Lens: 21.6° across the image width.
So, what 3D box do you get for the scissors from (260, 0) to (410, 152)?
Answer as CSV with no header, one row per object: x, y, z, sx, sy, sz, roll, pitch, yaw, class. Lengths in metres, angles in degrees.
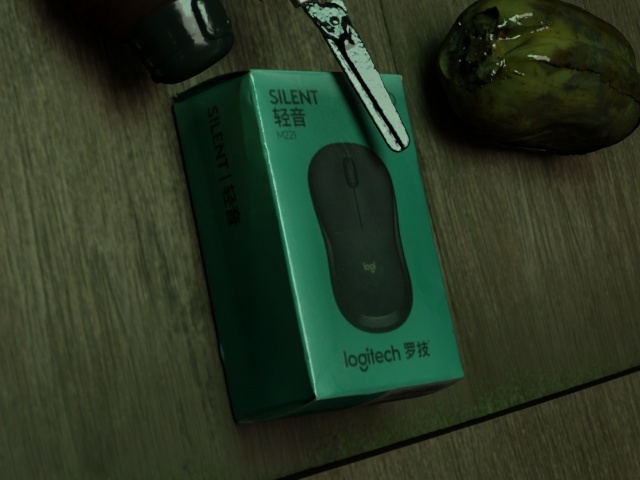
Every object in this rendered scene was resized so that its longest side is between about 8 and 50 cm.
-0.002,-0.219,1.514,0.160,0.024,0.317,-27,87,-22,scissors

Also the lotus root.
0.241,-0.177,1.808,0.275,0.160,0.152,15,42,-42,lotus root

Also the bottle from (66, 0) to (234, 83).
-0.166,-0.266,1.441,0.271,0.156,0.143,58,39,-6,bottle

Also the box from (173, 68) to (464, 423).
0.000,0.000,1.536,0.205,0.118,0.311,-2,77,-46,box
